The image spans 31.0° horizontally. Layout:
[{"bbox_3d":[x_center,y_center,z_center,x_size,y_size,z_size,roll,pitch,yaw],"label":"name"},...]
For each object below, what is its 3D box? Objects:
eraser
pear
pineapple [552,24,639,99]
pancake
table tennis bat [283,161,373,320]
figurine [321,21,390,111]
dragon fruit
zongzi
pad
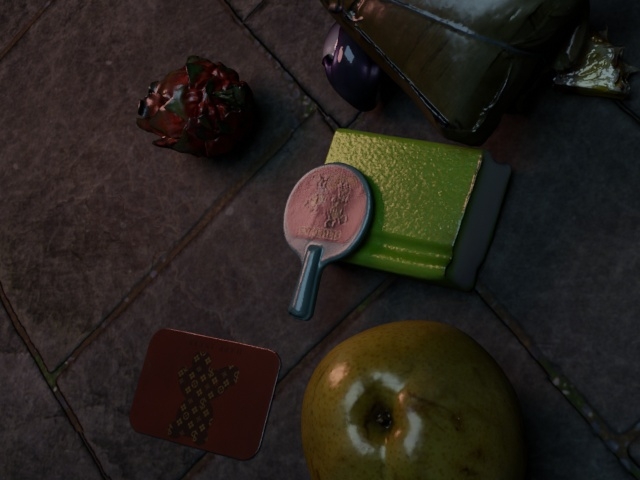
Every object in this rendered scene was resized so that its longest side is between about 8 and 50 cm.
[{"bbox_3d":[0.123,-0.048,1.720,0.274,0.092,0.210,15,84,34],"label":"eraser"},{"bbox_3d":[0.123,0.253,1.491,0.314,0.314,0.314,-10,68,27],"label":"pear"},{"bbox_3d":[0.384,-0.247,1.650,0.116,0.069,0.137,-37,60,14],"label":"pineapple"},{"bbox_3d":[0.303,-0.294,1.692,0.235,0.029,0.212,-51,39,31],"label":"pancake"},{"bbox_3d":[0.000,0.000,1.717,0.153,0.040,0.244,10,80,35],"label":"table tennis bat"},{"bbox_3d":[0.072,-0.315,1.814,0.145,0.145,0.222,-6,67,29],"label":"figurine"},{"bbox_3d":[-0.203,-0.222,1.927,0.188,0.182,0.182,36,93,21],"label":"dragon fruit"},{"bbox_3d":[0.204,-0.384,1.614,0.356,0.174,0.393,46,116,17],"label":"zongzi"},{"bbox_3d":[-0.190,0.243,1.853,0.267,0.004,0.181,7,76,32],"label":"pad"}]
